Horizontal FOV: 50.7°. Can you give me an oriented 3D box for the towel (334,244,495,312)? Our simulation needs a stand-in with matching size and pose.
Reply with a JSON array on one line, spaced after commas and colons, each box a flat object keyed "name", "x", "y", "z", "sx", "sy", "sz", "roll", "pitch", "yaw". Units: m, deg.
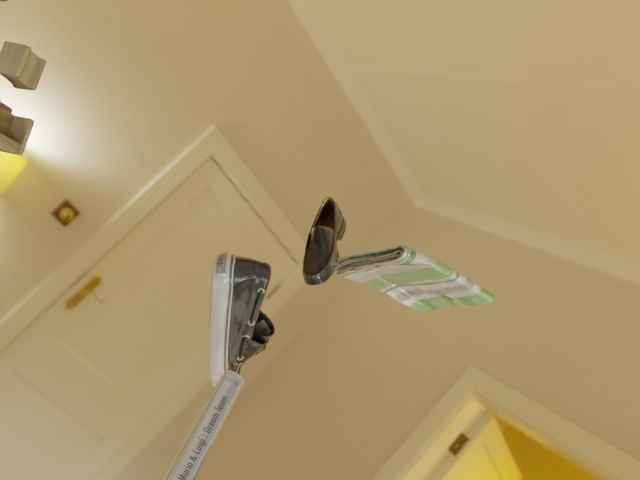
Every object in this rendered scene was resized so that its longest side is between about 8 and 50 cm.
[{"name": "towel", "x": 0.104, "y": 0.049, "z": 0.746, "sx": 0.152, "sy": 0.023, "sz": 0.113, "roll": 27, "pitch": -25, "yaw": -34}]

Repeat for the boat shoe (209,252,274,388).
[{"name": "boat shoe", "x": -0.092, "y": 0.102, "z": 0.804, "sx": 0.080, "sy": 0.076, "sz": 0.229, "roll": -93, "pitch": -171, "yaw": -48}]

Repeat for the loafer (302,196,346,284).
[{"name": "loafer", "x": 0.000, "y": 0.000, "z": 1.105, "sx": 0.062, "sy": 0.170, "sz": 0.061, "roll": -4, "pitch": -48, "yaw": 15}]

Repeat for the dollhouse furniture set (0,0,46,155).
[{"name": "dollhouse furniture set", "x": -0.446, "y": -0.296, "z": 0.742, "sx": 0.198, "sy": 0.304, "sz": 0.286, "roll": 13, "pitch": -10, "yaw": 17}]

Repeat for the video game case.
[{"name": "video game case", "x": -0.110, "y": 0.182, "z": 0.513, "sx": 0.019, "sy": 0.143, "sz": 0.157, "roll": 29, "pitch": -32, "yaw": -3}]
